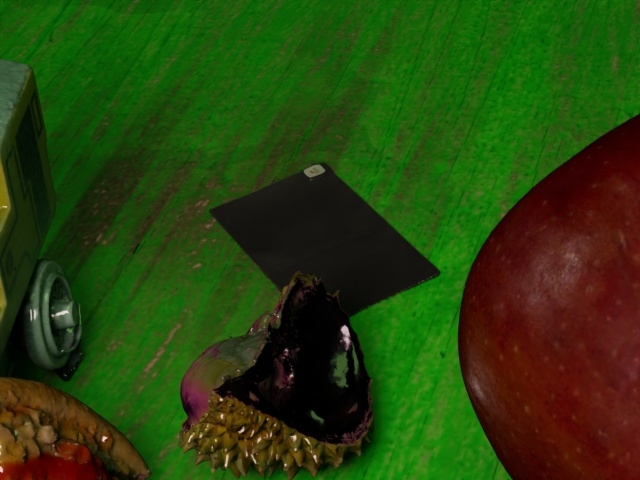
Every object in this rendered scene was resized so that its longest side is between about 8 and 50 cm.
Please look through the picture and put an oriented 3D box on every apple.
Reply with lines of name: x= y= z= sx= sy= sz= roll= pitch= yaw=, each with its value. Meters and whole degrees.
apple: x=0.234 y=0.070 z=0.917 sx=0.288 sy=0.288 sz=0.317 roll=-16 pitch=46 yaw=-11

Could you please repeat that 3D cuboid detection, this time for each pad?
pad: x=0.000 y=0.000 z=1.265 sx=0.116 sy=0.004 sz=0.193 roll=-23 pitch=41 yaw=-18

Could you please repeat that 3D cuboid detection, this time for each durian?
durian: x=-0.036 y=0.115 z=1.069 sx=0.108 sy=0.119 sz=0.187 roll=-34 pitch=12 yaw=29

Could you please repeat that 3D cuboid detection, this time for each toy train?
toy train: x=-0.266 y=0.067 z=1.033 sx=0.150 sy=0.237 sz=0.369 roll=-1 pitch=38 yaw=6

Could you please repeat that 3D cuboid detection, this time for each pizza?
pizza: x=-0.164 y=0.188 z=0.957 sx=0.062 sy=0.188 sz=0.199 roll=-9 pitch=66 yaw=29
